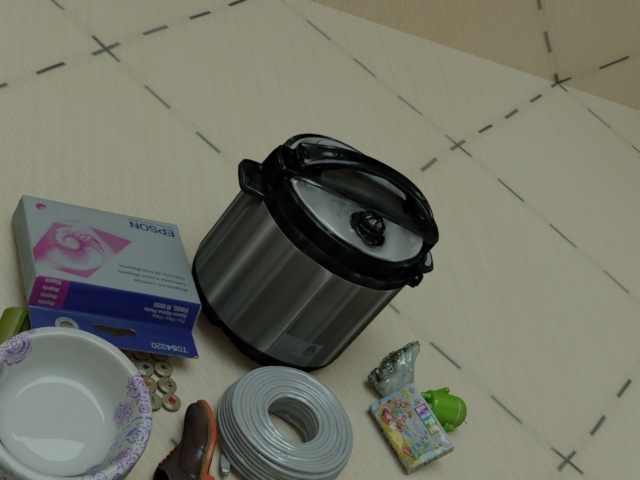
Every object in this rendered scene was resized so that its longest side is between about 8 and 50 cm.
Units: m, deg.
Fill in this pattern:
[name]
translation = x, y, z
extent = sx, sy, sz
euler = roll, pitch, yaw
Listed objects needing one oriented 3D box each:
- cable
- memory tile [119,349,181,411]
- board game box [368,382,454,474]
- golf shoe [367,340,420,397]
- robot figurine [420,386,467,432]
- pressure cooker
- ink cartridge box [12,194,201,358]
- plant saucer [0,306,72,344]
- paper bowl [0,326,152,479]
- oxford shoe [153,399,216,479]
[cable]
translation = -0.065, 0.339, 2.163
extent = 0.257, 0.089, 0.257
euler = 11, 43, -27
[memory tile]
translation = -0.313, 0.245, 2.150
extent = 0.113, 0.012, 0.148
euler = 7, 45, -30
[board game box]
translation = 0.176, 0.365, 2.324
extent = 0.103, 0.026, 0.154
euler = -25, 61, -14
[golf shoe]
translation = 0.164, 0.272, 2.445
extent = 0.086, 0.069, 0.176
euler = 56, 41, -4
[robot figurine]
translation = 0.244, 0.340, 2.407
extent = 0.115, 0.067, 0.101
euler = 16, 46, -22
[pressure cooker]
translation = 0.002, 0.005, 2.288
extent = 0.375, 0.420, 0.370
euler = 49, 33, 15
[ink cartridge box]
translation = -0.389, 0.063, 2.210
extent = 0.324, 0.071, 0.330
euler = 12, 33, -30
[plant saucer]
translation = -0.474, 0.200, 2.054
extent = 0.188, 0.045, 0.188
euler = 24, 38, -12
[paper bowl]
translation = -0.421, 0.290, 1.889
extent = 0.284, 0.148, 0.284
euler = 15, 51, -20
[oxford shoe]
translation = -0.229, 0.369, 2.011
extent = 0.098, 0.097, 0.271
euler = 7, 36, -9
